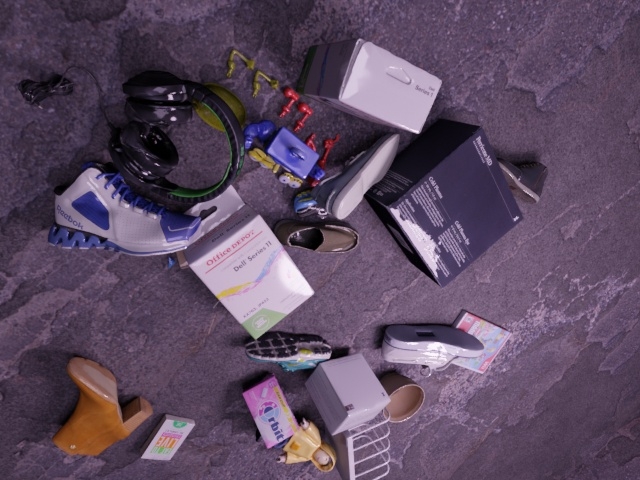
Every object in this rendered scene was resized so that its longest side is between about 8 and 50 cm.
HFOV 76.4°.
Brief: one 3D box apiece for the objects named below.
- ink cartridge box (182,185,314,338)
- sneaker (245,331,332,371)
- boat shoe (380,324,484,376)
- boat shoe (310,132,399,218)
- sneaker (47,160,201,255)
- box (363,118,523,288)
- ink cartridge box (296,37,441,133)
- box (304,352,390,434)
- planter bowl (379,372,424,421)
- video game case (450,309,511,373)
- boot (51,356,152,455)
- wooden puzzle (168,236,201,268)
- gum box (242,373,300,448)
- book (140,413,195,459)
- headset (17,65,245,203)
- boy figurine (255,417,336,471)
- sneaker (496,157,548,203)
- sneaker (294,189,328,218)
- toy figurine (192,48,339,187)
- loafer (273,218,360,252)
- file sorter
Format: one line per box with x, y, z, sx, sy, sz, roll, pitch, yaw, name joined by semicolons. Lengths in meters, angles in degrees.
-0.197;0.055;1.029;0.207;0.119;0.353;-38;120;-9;ink cartridge box
-0.096;0.351;1.220;0.276;0.107;0.109;13;116;-26;sneaker
0.378;0.392;1.401;0.368;0.135;0.156;6;115;-17;boat shoe
0.096;-0.185;1.027;0.319;0.099;0.116;-49;154;-29;boat shoe
-0.424;-0.074;0.861;0.316;0.127;0.182;3;108;-2;sneaker
0.344;-0.102;1.148;0.313;0.179;0.343;-40;121;0;box
0.091;-0.336;0.888;0.202;0.278;0.116;14;106;-26;ink cartridge box
0.082;0.468;1.257;0.181;0.181;0.119;0;133;-39;box
0.270;0.540;1.439;0.162;0.109;0.161;-8;114;-18;planter bowl
0.581;0.392;1.547;0.285;0.025;0.203;25;101;-29;video game case
-0.612;0.449;1.054;0.211;0.104;0.295;-35;124;-4;boot
-0.329;0.030;1.034;0.117;0.014;0.078;-9;110;-23;wooden puzzle
-0.153;0.512;1.239;0.107;0.062;0.188;-26;83;-12;gum box
-0.459;0.592;1.222;0.096;0.035;0.144;30;97;-33;book
-0.349;-0.218;0.801;0.395;0.185;0.243;27;117;-5;headset
-0.075;0.670;1.335;0.285;0.092;0.177;36;97;-12;boy figurine
0.616;-0.219;1.276;0.222;0.083;0.118;31;79;-23;sneaker
0.018;-0.102;1.095;0.188;0.067;0.078;-13;138;-18;sneaker
-0.083;-0.241;0.897;0.363;0.217;0.191;36;96;-31;toy figurine
0.000;0.000;1.109;0.252;0.087;0.094;2;111;-22;loafer
0.129;0.672;1.397;0.173;0.193;0.277;-14;116;-19;file sorter
